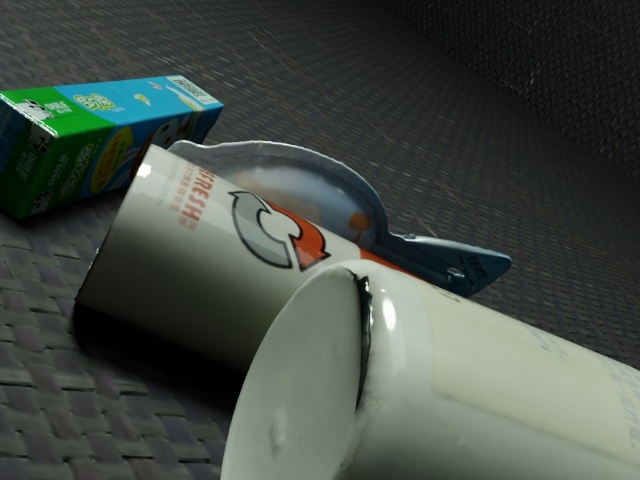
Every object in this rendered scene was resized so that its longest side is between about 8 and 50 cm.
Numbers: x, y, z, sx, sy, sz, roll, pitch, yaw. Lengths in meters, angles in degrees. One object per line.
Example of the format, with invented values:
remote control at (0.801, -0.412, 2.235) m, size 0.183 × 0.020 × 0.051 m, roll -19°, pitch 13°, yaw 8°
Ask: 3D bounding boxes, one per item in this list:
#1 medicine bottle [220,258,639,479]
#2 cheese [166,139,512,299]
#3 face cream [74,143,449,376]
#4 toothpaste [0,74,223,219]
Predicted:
medicine bottle at (0.096, 0.114, 0.418) m, size 0.258 × 0.143 × 0.143 m, roll 22°, pitch 20°, yaw -19°
cheese at (0.000, 0.000, 0.610) m, size 0.245 × 0.135 × 0.052 m, roll 24°, pitch 47°, yaw -25°
face cream at (-0.020, 0.035, 0.525) m, size 0.214 × 0.096 × 0.096 m, roll 26°, pitch 19°, yaw -12°
toothpaste at (-0.151, -0.076, 0.671) m, size 0.050 × 0.065 × 0.267 m, roll 35°, pitch 19°, yaw 6°
